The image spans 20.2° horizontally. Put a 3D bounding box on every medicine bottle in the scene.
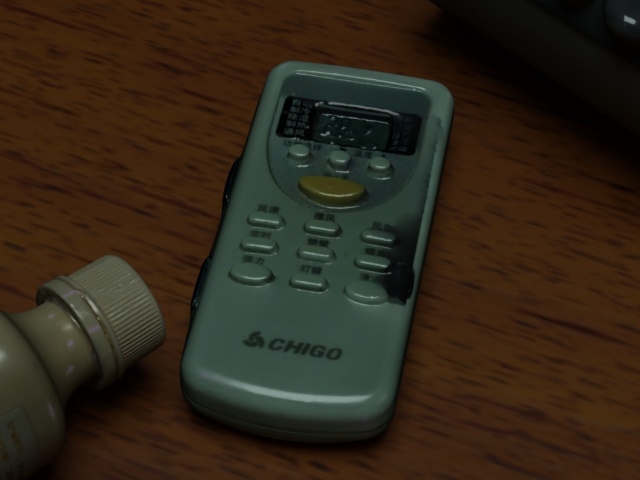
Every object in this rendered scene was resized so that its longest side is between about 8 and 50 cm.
[{"bbox_3d":[-0.207,0.095,1.041,0.252,0.114,0.114,-33,58,-26],"label":"medicine bottle"}]

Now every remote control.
[{"bbox_3d":[0.000,0.000,1.165,0.140,0.056,0.296,8,49,8],"label":"remote control"}]

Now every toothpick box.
[{"bbox_3d":[0.227,-0.180,1.219,0.229,0.229,0.316,-37,60,-28],"label":"toothpick box"}]
